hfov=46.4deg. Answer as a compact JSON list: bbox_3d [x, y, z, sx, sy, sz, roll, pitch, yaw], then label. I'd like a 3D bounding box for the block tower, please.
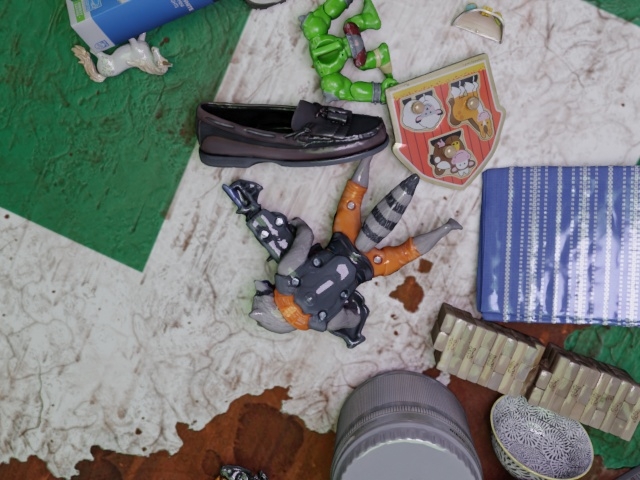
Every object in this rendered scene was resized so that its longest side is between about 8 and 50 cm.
[{"bbox_3d":[0.339,0.205,1.191,0.335,0.097,0.091,21,100,3],"label":"block tower"}]

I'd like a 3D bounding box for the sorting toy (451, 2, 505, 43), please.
[{"bbox_3d":[0.246,-0.333,1.122,0.083,0.075,0.045,21,100,1],"label":"sorting toy"}]

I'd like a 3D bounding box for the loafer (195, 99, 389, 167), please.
[{"bbox_3d":[-0.050,-0.170,1.134,0.302,0.109,0.095,-2,123,13],"label":"loafer"}]

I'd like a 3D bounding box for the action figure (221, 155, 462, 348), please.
[{"bbox_3d":[0.000,0.000,1.147,0.341,0.178,0.330,43,90,-5],"label":"action figure"}]

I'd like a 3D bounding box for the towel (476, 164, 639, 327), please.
[{"bbox_3d":[0.408,0.008,1.130,0.335,0.040,0.244,1,87,19],"label":"towel"}]

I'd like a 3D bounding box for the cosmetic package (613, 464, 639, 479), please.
[{"bbox_3d":[0.578,0.484,1.210,0.127,0.107,0.238,-36,91,6],"label":"cosmetic package"}]

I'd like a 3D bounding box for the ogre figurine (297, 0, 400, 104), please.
[{"bbox_3d":[0.040,-0.293,1.136,0.118,0.097,0.197,-18,109,-5],"label":"ogre figurine"}]

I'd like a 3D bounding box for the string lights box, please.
[{"bbox_3d":[-0.249,-0.398,1.117,0.259,0.077,0.134,-22,66,7],"label":"string lights box"}]

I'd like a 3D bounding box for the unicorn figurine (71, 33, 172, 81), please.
[{"bbox_3d":[-0.306,-0.299,1.184,0.161,0.060,0.111,-20,98,23],"label":"unicorn figurine"}]

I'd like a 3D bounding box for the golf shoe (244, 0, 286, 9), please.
[{"bbox_3d":[-0.027,-0.459,1.103,0.273,0.120,0.105,-43,95,11],"label":"golf shoe"}]

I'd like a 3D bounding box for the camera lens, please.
[{"bbox_3d":[0.127,0.336,1.133,0.219,0.274,0.220,1,99,5],"label":"camera lens"}]

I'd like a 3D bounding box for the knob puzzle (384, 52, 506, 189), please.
[{"bbox_3d":[0.202,-0.166,1.146,0.213,0.030,0.213,-5,108,-14],"label":"knob puzzle"}]

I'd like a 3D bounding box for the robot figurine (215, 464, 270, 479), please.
[{"bbox_3d":[-0.115,0.519,1.255,0.291,0.085,0.211,42,68,-2],"label":"robot figurine"}]

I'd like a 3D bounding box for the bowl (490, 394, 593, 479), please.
[{"bbox_3d":[0.338,0.332,1.191,0.170,0.170,0.080,17,125,1],"label":"bowl"}]
